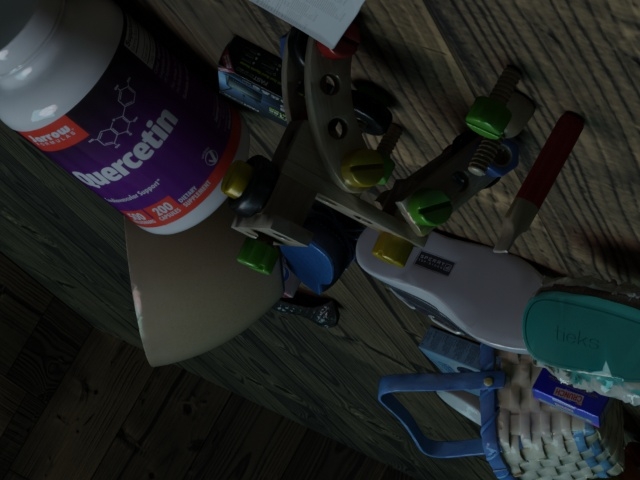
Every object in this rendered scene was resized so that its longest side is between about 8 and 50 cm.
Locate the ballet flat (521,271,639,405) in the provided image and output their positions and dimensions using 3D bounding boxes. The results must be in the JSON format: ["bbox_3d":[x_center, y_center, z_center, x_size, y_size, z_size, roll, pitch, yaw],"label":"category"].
[{"bbox_3d":[0.378,0.112,1.554,0.409,0.147,0.147,21,165,47],"label":"ballet flat"}]

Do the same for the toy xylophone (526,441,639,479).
[{"bbox_3d":[0.410,0.371,2.236,0.323,0.081,0.236,9,-151,-32],"label":"toy xylophone"}]

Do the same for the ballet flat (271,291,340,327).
[{"bbox_3d":[-0.035,0.096,2.611,0.173,0.057,0.049,18,122,37],"label":"ballet flat"}]

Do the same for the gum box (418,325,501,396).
[{"bbox_3d":[0.257,0.202,2.373,0.184,0.041,0.157,20,164,37],"label":"gum box"}]

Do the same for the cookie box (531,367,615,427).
[{"bbox_3d":[0.320,0.159,1.931,0.092,0.107,0.040,24,160,25],"label":"cookie box"}]

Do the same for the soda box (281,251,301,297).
[{"bbox_3d":[-0.103,0.033,2.408,0.092,0.083,0.263,33,166,-16],"label":"soda box"}]

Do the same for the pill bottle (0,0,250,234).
[{"bbox_3d":[-0.239,-0.156,1.782,0.181,0.181,0.323,14,160,49],"label":"pill bottle"}]

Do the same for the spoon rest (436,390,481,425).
[{"bbox_3d":[0.302,0.298,2.543,0.276,0.084,0.137,20,163,33],"label":"spoon rest"}]

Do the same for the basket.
[{"bbox_3d":[0.242,0.226,2.079,0.289,0.201,0.255,-9,153,16],"label":"basket"}]

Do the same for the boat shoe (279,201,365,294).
[{"bbox_3d":[0.000,0.000,2.082,0.109,0.089,0.258,43,171,0],"label":"boat shoe"}]

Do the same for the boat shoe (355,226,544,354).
[{"bbox_3d":[0.175,0.066,1.905,0.301,0.108,0.102,22,165,38],"label":"boat shoe"}]

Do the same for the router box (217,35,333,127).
[{"bbox_3d":[-0.048,-0.158,1.685,0.122,0.038,0.092,28,167,5],"label":"router box"}]

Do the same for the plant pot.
[{"bbox_3d":[-0.149,0.019,2.155,0.191,0.284,0.284,-7,163,1],"label":"plant pot"}]

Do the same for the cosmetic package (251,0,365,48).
[{"bbox_3d":[0.004,-0.231,1.261,0.099,0.060,0.239,29,167,-5],"label":"cosmetic package"}]

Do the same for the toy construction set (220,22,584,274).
[{"bbox_3d":[0.058,-0.044,1.455,0.309,0.237,0.257,16,161,44],"label":"toy construction set"}]
